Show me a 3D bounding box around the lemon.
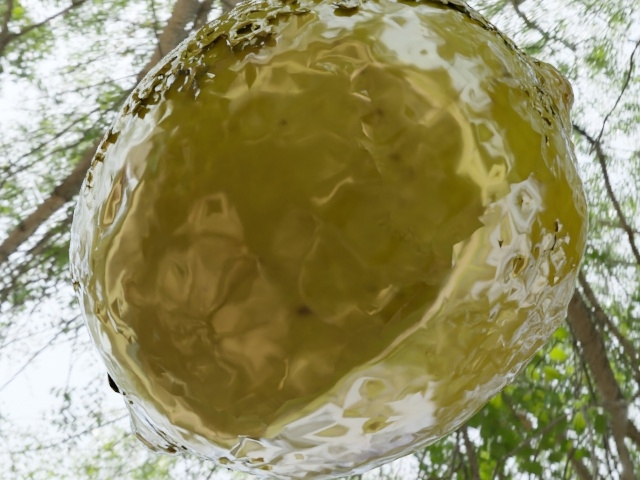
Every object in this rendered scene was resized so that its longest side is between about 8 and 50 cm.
[{"bbox_3d":[0.000,0.000,0.479,0.310,0.258,0.258,-44,-91,11],"label":"lemon"}]
